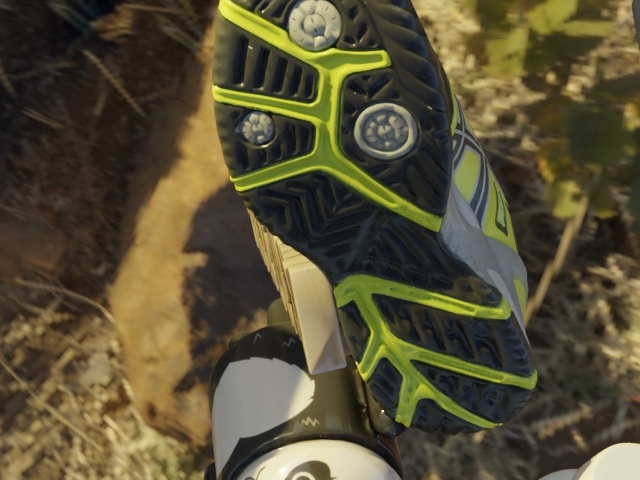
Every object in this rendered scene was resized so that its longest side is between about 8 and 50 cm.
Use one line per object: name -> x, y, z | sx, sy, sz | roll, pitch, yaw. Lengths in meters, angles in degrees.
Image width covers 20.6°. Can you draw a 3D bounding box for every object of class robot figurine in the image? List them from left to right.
robot figurine -> -0.017, 0.185, 1.632 | 0.173, 0.278, 0.209 | -2, 134, -8

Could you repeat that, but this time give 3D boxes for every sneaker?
sneaker -> 0.034, -0.051, 1.133 | 0.145, 0.147, 0.385 | -12, 125, 14

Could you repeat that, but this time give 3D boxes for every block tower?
block tower -> 0.000, 0.000, 1.483 | 0.097, 0.335, 0.091 | -15, 111, -4

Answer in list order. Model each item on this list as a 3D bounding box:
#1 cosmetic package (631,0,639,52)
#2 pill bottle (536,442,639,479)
cosmetic package -> 0.233, -0.066, 0.546 | 0.238, 0.127, 0.107 | -3, 70, -12
pill bottle -> 0.211, 0.299, 1.562 | 0.162, 0.278, 0.162 | 18, 50, -23
